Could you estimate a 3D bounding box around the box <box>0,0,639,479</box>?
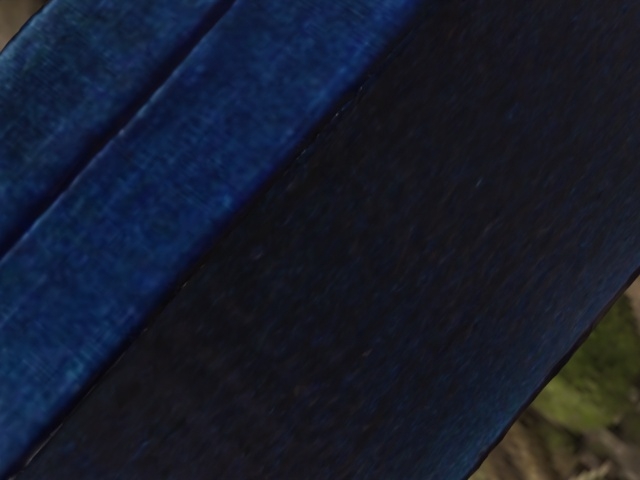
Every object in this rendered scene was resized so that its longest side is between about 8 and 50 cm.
[{"bbox_3d":[0.000,0.000,0.627,0.116,0.261,0.279,36,171,29],"label":"box"}]
